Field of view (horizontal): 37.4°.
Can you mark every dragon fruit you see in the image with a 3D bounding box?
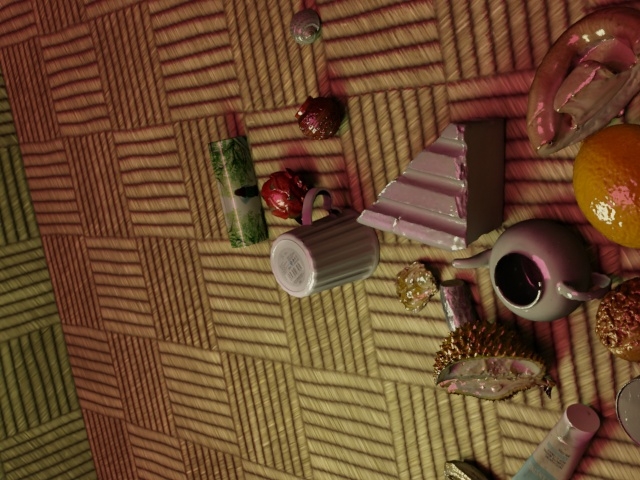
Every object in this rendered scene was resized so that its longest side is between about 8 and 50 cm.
[{"bbox_3d":[-0.079,-0.109,2.229,0.121,0.130,0.142,12,140,2],"label":"dragon fruit"}]

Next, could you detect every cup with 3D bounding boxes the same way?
[{"bbox_3d":[-0.007,0.010,2.119,0.167,0.202,0.221,-44,72,45],"label":"cup"}]

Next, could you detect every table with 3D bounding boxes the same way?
[{"bbox_3d":[0.588,0.244,1.513,0.126,0.220,0.126,23,122,44],"label":"table"}]

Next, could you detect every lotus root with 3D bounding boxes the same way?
[{"bbox_3d":[0.337,0.557,2.042,0.144,0.070,0.143,21,113,48],"label":"lotus root"}]

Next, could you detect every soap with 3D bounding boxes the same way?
[{"bbox_3d":[0.209,-0.136,1.848,0.302,0.159,0.257,16,120,42],"label":"soap"}]

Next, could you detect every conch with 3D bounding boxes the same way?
[{"bbox_3d":[-0.040,-0.475,2.088,0.085,0.057,0.076,37,117,33],"label":"conch"}]

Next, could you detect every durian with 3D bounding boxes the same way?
[{"bbox_3d":[0.346,0.230,1.865,0.237,0.137,0.193,16,136,-3],"label":"durian"}]

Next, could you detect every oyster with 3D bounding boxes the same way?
[{"bbox_3d":[0.208,0.102,2.044,0.146,0.045,0.121,10,125,47],"label":"oyster"}]

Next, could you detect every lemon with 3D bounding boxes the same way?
[{"bbox_3d":[0.504,-0.088,1.512,0.244,0.187,0.187,54,138,28],"label":"lemon"}]

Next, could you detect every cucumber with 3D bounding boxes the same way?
[{"bbox_3d":[0.282,0.135,1.951,0.064,0.064,0.112,-14,91,50],"label":"cucumber"}]

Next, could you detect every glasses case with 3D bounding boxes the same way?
[{"bbox_3d":[-0.203,-0.123,2.378,0.062,0.095,0.272,-4,102,48],"label":"glasses case"}]

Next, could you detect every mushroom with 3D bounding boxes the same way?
[{"bbox_3d":[0.432,-0.279,1.558,0.285,0.156,0.151,-48,55,34],"label":"mushroom"}]

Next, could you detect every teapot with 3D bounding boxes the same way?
[{"bbox_3d":[0.395,0.058,1.733,0.294,0.129,0.193,18,118,45],"label":"teapot"}]

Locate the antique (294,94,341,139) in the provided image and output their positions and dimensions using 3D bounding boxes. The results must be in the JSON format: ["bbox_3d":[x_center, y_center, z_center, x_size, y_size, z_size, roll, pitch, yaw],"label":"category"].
[{"bbox_3d":[-0.002,-0.269,2.089,0.104,0.104,0.104,21,120,43],"label":"antique"}]

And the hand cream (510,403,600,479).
[{"bbox_3d":[0.454,0.441,1.866,0.111,0.070,0.312,37,134,24],"label":"hand cream"}]

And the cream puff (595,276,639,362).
[{"bbox_3d":[0.536,0.124,1.578,0.115,0.165,0.150,53,176,-28],"label":"cream puff"}]
